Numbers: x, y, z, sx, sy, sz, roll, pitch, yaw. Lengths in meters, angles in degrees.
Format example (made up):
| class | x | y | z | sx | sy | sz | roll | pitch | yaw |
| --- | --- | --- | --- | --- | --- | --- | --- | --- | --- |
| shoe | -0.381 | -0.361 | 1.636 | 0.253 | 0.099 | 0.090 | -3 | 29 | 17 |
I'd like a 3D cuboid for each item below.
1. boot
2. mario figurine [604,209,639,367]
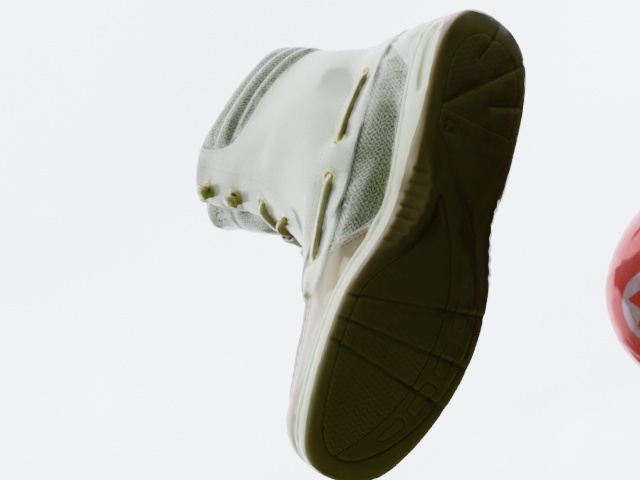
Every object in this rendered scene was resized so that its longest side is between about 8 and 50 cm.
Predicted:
| class | x | y | z | sx | sy | sz | roll | pitch | yaw |
| --- | --- | --- | --- | --- | --- | --- | --- | --- | --- |
| boot | 0.000 | 0.000 | 0.661 | 0.077 | 0.165 | 0.213 | 26 | -105 | -37 |
| mario figurine | 0.284 | -0.005 | 0.622 | 0.321 | 0.198 | 0.170 | -15 | -53 | 14 |
